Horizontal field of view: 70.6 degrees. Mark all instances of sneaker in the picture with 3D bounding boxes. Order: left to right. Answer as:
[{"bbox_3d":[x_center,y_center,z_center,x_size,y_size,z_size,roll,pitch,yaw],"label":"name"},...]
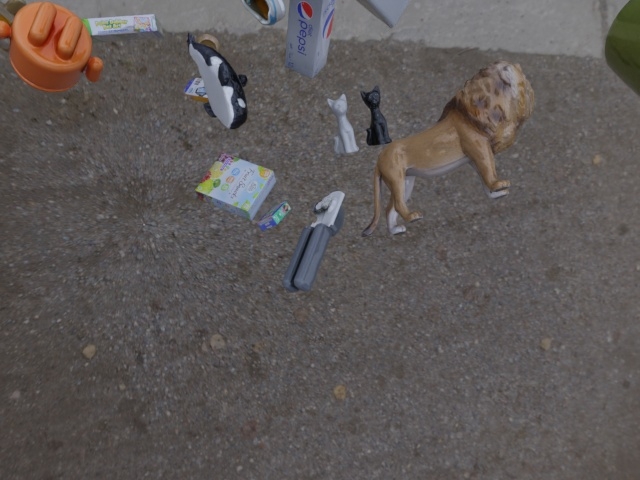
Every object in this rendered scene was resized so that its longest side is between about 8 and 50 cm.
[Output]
[{"bbox_3d":[-0.191,-0.695,1.230,0.228,0.087,0.092,47,40,-16],"label":"sneaker"}]

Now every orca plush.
[{"bbox_3d":[-0.238,-0.394,1.130,0.102,0.287,0.151,-15,141,-36],"label":"orca plush"}]

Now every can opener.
[{"bbox_3d":[0.000,0.000,1.029,0.093,0.074,0.280,46,52,-29],"label":"can opener"}]

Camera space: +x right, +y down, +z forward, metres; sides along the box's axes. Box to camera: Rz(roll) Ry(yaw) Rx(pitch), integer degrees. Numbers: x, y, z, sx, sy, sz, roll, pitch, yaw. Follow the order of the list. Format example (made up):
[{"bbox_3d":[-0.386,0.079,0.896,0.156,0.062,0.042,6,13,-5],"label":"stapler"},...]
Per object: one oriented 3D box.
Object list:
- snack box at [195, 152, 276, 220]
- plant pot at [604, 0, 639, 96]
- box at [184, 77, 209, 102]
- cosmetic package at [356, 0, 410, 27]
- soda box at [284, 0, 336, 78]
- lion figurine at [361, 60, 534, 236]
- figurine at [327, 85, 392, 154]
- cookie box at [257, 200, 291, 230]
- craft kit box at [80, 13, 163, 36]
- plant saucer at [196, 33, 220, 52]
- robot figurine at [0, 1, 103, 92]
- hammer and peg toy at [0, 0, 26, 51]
[{"bbox_3d":[-0.281,-0.183,1.513,0.207,0.070,0.174,22,66,15],"label":"snack box"},{"bbox_3d":[0.591,-0.282,0.667,0.275,0.293,0.274,-9,124,-14],"label":"plant pot"},{"bbox_3d":[-0.395,-0.511,1.543,0.136,0.028,0.081,14,63,18],"label":"box"},{"bbox_3d":[0.037,-0.449,0.540,0.156,0.385,0.217,46,111,18],"label":"cosmetic package"},{"bbox_3d":[-0.026,-0.591,1.220,0.098,0.286,0.091,27,58,9],"label":"soda box"},{"bbox_3d":[0.226,-0.169,0.884,0.392,0.142,0.240,-20,78,23],"label":"lion figurine"},{"bbox_3d":[0.136,-0.435,1.640,0.215,0.092,0.209,-16,105,-11],"label":"figurine"},{"bbox_3d":[-0.174,-0.093,1.698,0.040,0.092,0.107,54,45,-19],"label":"cookie box"},{"bbox_3d":[-0.651,-0.687,1.474,0.247,0.250,0.060,-13,112,-11],"label":"craft kit box"},{"bbox_3d":[-0.392,-0.672,1.571,0.084,0.083,0.015,16,42,-21],"label":"plant saucer"},{"bbox_3d":[-0.510,-0.358,0.849,0.158,0.219,0.128,-27,102,-35],"label":"robot figurine"},{"bbox_3d":[-0.909,-0.638,1.236,0.127,0.266,0.361,-42,80,11],"label":"hammer and peg toy"}]
